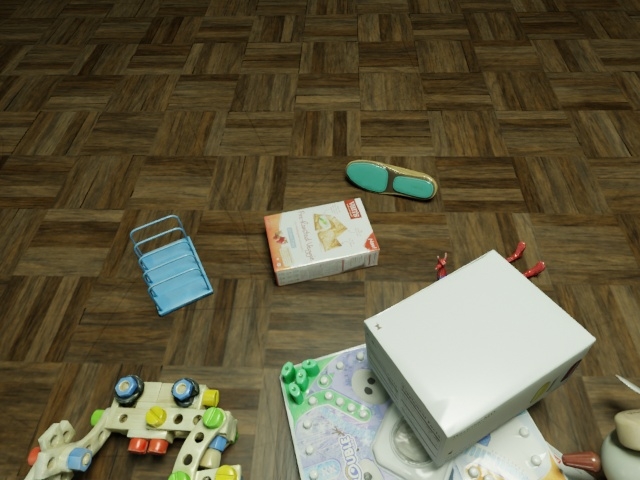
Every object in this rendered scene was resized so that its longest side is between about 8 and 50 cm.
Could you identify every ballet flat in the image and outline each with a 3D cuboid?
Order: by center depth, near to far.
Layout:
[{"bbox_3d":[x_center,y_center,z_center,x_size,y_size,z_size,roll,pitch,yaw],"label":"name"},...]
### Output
[{"bbox_3d":[0.179,-0.154,1.091,0.232,0.080,0.073,18,28,12],"label":"ballet flat"}]

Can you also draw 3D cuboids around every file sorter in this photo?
[{"bbox_3d":[-0.324,0.048,0.926,0.118,0.105,0.170,-24,56,-15],"label":"file sorter"}]

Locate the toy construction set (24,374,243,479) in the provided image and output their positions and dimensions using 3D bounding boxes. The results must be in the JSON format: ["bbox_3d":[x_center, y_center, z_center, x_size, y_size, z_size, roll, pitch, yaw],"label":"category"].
[{"bbox_3d":[-0.273,0.332,0.695,0.327,0.151,0.215,9,53,-5],"label":"toy construction set"}]

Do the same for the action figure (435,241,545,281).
[{"bbox_3d":[0.327,0.067,0.871,0.280,0.139,0.091,-24,55,-13],"label":"action figure"}]

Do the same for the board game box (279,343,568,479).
[{"bbox_3d":[0.154,0.321,0.697,0.389,0.050,0.390,-16,48,-5],"label":"board game box"}]

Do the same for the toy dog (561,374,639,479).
[{"bbox_3d":[0.484,0.313,0.644,0.160,0.333,0.220,-12,59,46],"label":"toy dog"}]

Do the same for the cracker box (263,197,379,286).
[{"bbox_3d":[0.000,0.000,0.972,0.232,0.067,0.156,-12,54,-7],"label":"cracker box"}]

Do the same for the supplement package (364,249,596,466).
[{"bbox_3d":[0.233,0.176,0.680,0.261,0.145,0.204,-26,49,-13],"label":"supplement package"}]

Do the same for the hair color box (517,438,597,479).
[{"bbox_3d":[0.337,0.407,0.661,0.093,0.053,0.167,35,63,27],"label":"hair color box"}]
